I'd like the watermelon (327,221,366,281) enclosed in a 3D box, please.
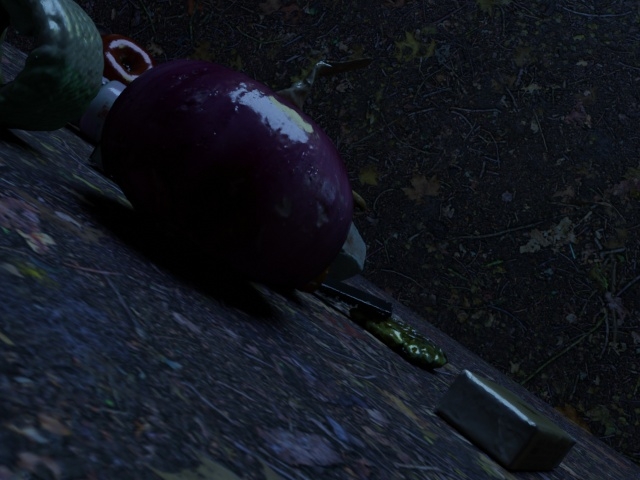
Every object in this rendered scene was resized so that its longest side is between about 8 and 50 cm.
[{"bbox_3d":[0.000,0.000,1.611,0.258,0.228,0.387,43,-5,15],"label":"watermelon"}]

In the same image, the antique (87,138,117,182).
[{"bbox_3d":[-0.303,-0.155,1.204,0.152,0.148,0.147,36,4,0],"label":"antique"}]

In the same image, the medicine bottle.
[{"bbox_3d":[-0.459,-0.273,1.501,0.254,0.152,0.152,33,2,-4],"label":"medicine bottle"}]

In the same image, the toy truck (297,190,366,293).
[{"bbox_3d":[-0.056,-0.036,1.204,0.204,0.212,0.288,32,-1,-13],"label":"toy truck"}]

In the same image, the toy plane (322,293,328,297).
[{"bbox_3d":[-0.018,0.088,1.480,0.145,0.037,0.060,30,-9,11],"label":"toy plane"}]

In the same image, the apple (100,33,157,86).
[{"bbox_3d":[-0.528,-0.392,1.697,0.260,0.216,0.261,26,42,-26],"label":"apple"}]

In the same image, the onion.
[{"bbox_3d":[-0.118,-0.107,0.917,0.358,0.345,0.358,10,-25,5],"label":"onion"}]

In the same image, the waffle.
[{"bbox_3d":[0.180,0.209,1.452,0.223,0.054,0.204,34,1,32],"label":"waffle"}]

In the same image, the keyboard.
[{"bbox_3d":[0.046,0.109,1.417,0.231,0.023,0.072,23,17,1],"label":"keyboard"}]

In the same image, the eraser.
[{"bbox_3d":[0.313,0.300,1.076,0.144,0.078,0.343,36,3,34],"label":"eraser"}]

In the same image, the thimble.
[{"bbox_3d":[-0.419,-0.264,0.915,0.219,0.219,0.150,34,4,8],"label":"thimble"}]
